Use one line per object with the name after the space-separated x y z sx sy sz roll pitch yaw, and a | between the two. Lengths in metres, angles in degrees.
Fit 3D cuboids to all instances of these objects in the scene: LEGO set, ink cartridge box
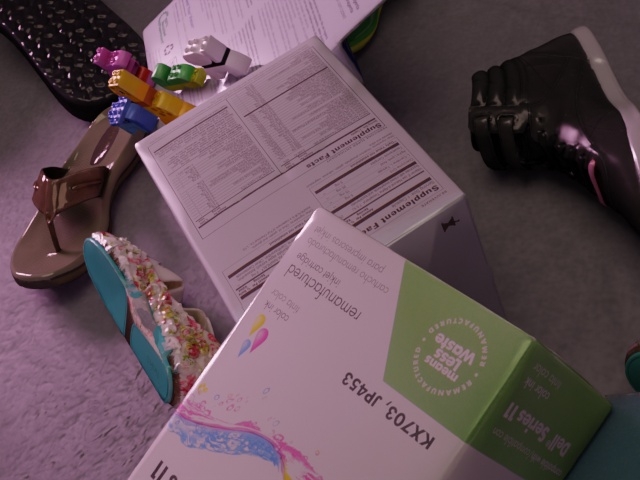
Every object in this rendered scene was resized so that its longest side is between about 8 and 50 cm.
-0.189 -0.171 1.111 0.227 0.093 0.087 1 67 48 | LEGO set
-0.058 -0.231 1.136 0.330 0.071 0.324 -38 42 23 | ink cartridge box
-0.012 0.181 0.652 0.207 0.119 0.354 32 87 44 | ink cartridge box

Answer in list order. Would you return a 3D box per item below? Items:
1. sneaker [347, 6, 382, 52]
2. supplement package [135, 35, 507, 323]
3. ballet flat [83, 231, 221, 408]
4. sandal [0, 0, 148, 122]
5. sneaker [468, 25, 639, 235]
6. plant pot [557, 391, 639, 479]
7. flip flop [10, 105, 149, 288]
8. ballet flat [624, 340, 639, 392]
0.043 -0.330 1.219 0.109 0.123 0.296 24 67 37 | sneaker
0.000 0.000 0.906 0.198 0.199 0.263 -32 47 -5 | supplement package
-0.157 0.073 1.009 0.077 0.091 0.241 -12 44 -29 | ballet flat
-0.365 -0.299 1.395 0.167 0.107 0.446 -29 59 -11 | sandal
0.222 -0.080 0.953 0.146 0.105 0.296 -20 41 9 | sneaker
0.223 0.231 0.628 0.165 0.165 0.234 -13 54 32 | plant pot
-0.275 -0.062 1.159 0.112 0.080 0.277 3 53 25 | flip flop
0.335 0.124 0.755 0.221 0.077 0.079 27 47 32 | ballet flat
